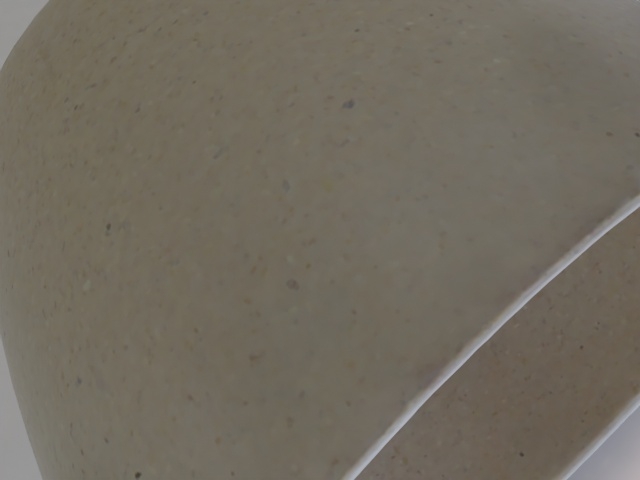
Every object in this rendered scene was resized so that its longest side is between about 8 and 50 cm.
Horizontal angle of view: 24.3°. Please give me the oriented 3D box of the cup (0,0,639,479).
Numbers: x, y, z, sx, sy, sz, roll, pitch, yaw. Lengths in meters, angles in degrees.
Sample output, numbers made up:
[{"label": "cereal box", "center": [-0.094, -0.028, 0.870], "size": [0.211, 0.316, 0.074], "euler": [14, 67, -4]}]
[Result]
[{"label": "cup", "center": [0.000, 0.000, 0.602], "size": [0.331, 0.237, 0.331], "euler": [-37, 158, -18]}]
